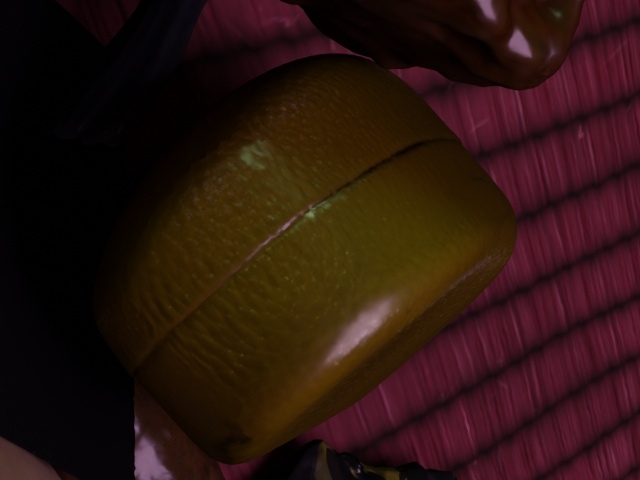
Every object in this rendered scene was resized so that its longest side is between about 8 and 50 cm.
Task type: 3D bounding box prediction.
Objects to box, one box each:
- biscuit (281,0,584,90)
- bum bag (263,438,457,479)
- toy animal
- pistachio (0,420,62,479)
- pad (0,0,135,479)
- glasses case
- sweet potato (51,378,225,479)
[{"bbox_3d":[-0.006,-0.288,0.711,0.395,0.166,0.343,33,77,-35],"label":"biscuit"},{"bbox_3d":[0.025,0.194,1.146,0.232,0.060,0.107,24,84,-55],"label":"bum bag"},{"bbox_3d":[-0.021,-0.209,0.864,0.206,0.081,0.367,15,87,-48],"label":"toy animal"},{"bbox_3d":[-0.198,0.198,0.753,0.214,0.193,0.318,-17,108,-40],"label":"pistachio"},{"bbox_3d":[-0.177,-0.059,0.695,0.367,0.007,0.247,42,38,-52],"label":"pad"},{"bbox_3d":[0.000,0.000,0.860,0.173,0.141,0.371,-41,173,7],"label":"glasses case"},{"bbox_3d":[-0.096,0.178,0.931,0.131,0.131,0.337,-47,137,-28],"label":"sweet potato"}]
